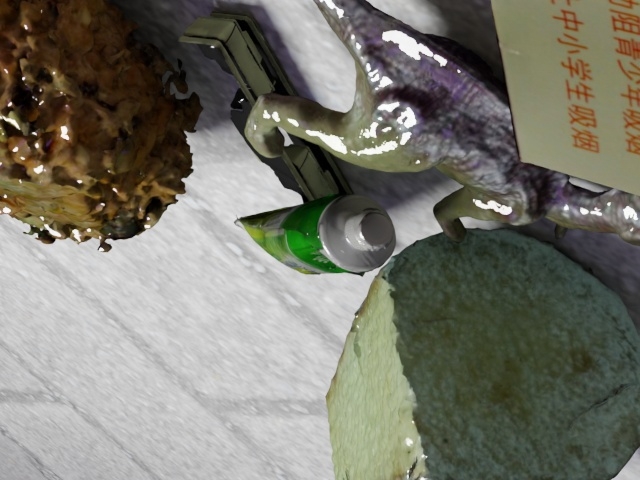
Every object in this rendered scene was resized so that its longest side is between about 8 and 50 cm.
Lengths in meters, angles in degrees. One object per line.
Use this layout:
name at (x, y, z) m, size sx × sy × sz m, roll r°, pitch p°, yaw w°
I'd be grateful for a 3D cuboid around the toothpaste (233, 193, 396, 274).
toothpaste at (0.000, 0.000, 1.050) m, size 0.078 × 0.047 × 0.248 m, roll 33°, pitch 170°, yaw -12°

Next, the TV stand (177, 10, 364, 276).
TV stand at (-0.022, -0.062, 1.096) m, size 0.036 × 0.042 × 0.249 m, roll 10°, pitch 146°, yaw 36°

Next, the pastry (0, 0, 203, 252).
pastry at (-0.221, -0.091, 1.101) m, size 0.275 × 0.193 × 0.275 m, roll 25°, pitch 153°, yaw 14°

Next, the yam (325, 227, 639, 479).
yam at (0.108, 0.126, 1.103) m, size 0.201 × 0.202 × 0.271 m, roll 1°, pitch 155°, yaw -17°

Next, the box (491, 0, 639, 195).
box at (0.229, -0.084, 0.713) m, size 0.310 × 0.084 × 0.198 m, roll 19°, pitch 151°, yaw 27°

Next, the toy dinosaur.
toy dinosaur at (0.085, -0.062, 0.940) m, size 0.294 × 0.077 × 0.162 m, roll 24°, pitch 156°, yaw -10°
